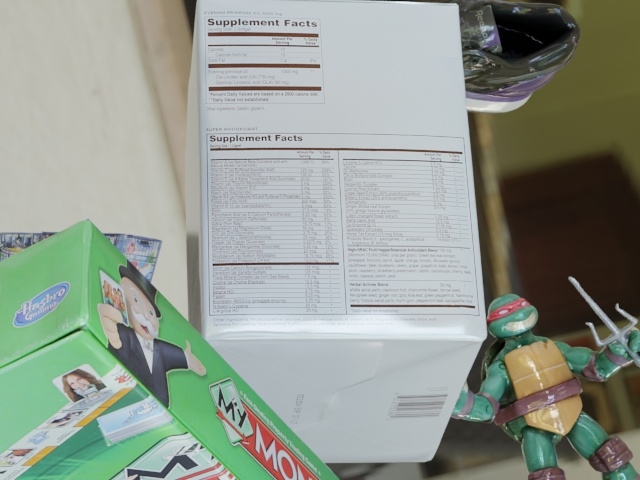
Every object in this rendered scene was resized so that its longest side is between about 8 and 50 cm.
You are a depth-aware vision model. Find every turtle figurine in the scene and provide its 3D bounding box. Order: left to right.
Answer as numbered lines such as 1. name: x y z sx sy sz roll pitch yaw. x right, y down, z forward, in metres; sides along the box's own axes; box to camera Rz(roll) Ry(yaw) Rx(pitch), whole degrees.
1. turtle figurine: 0.179 0.120 1.371 0.118 0.175 0.234 75 -8 -83

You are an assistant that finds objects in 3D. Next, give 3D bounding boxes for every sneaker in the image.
1. sneaker: 0.086 -0.167 1.471 0.124 0.283 0.107 -33 -112 60

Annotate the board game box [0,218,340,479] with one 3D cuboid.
1. board game box: -0.146 0.134 0.591 0.213 0.317 0.046 51 23 -38

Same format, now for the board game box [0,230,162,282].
1. board game box: -0.249 0.090 1.644 0.060 0.194 0.194 12 81 -58

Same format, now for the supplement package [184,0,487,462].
1. supplement package: 0.000 0.000 0.993 0.194 0.149 0.203 103 -14 -64
